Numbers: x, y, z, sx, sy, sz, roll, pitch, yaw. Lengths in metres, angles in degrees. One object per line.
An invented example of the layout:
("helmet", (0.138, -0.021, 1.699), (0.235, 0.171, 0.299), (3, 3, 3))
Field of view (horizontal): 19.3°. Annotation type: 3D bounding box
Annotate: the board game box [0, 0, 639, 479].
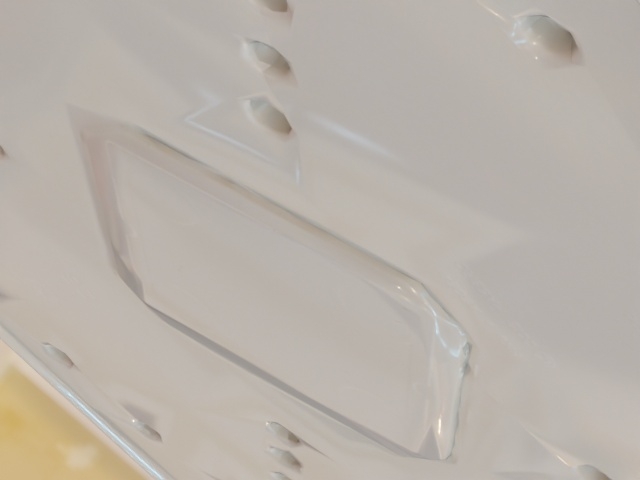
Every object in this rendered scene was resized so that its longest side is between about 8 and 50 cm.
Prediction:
("board game box", (0.000, 0.000, 0.508), (0.390, 0.390, 0.050), (1, -130, 53))
